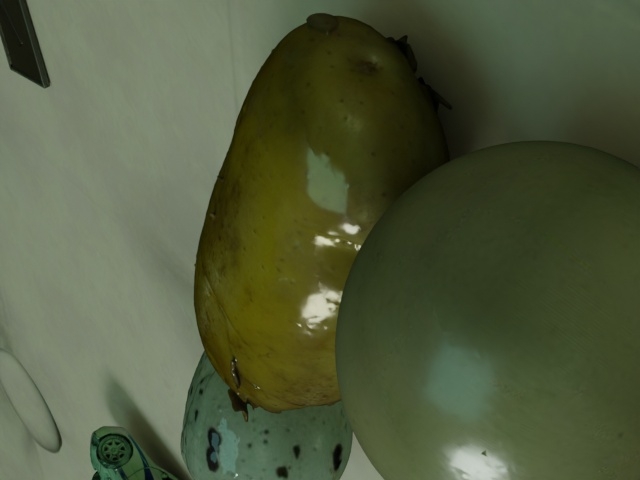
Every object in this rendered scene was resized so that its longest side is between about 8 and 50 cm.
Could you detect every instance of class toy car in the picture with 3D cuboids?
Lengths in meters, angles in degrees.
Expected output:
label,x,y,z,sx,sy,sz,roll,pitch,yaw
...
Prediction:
label,x,y,z,sx,sy,sz,roll,pitch,yaw
toy car,-0.159,0.280,1.590,0.224,0.076,0.090,57,156,22

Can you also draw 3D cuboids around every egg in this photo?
label,x,y,z,sx,sy,sz,roll,pitch,yaw
egg,0.101,0.055,0.796,0.188,0.188,0.254,52,163,15
egg,-0.043,0.128,1.179,0.131,0.131,0.164,17,124,53

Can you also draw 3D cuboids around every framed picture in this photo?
label,x,y,z,sx,sy,sz,roll,pitch,yaw
framed picture,-0.263,-0.180,1.381,0.066,0.006,0.089,29,140,46

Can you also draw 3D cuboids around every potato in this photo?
label,x,y,z,sx,sy,sz,roll,pitch,yaw
potato,0.000,0.000,0.965,0.173,0.140,0.300,60,151,27
